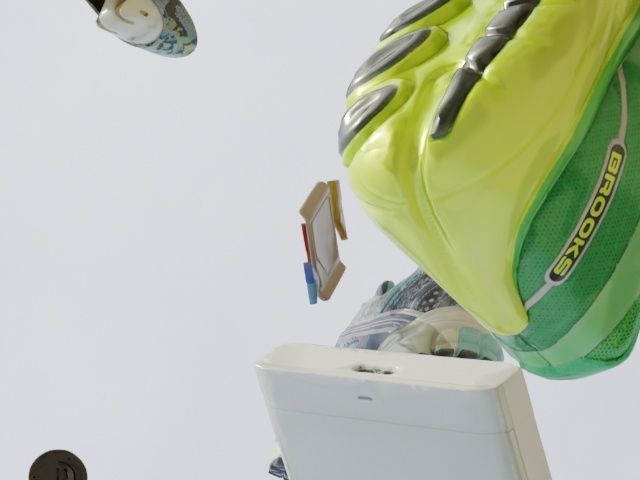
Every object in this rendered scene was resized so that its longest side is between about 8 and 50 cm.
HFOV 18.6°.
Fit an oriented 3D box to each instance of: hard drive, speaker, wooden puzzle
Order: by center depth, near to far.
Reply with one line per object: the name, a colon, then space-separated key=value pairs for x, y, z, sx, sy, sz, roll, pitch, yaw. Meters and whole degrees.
hard drive: x=0.078 y=0.215 z=1.236 sx=0.040 sy=0.203 sz=0.307 roll=-32 pitch=-67 yaw=-40
wooden puzzle: x=0.000 y=0.000 z=1.442 sx=0.116 sy=0.014 sz=0.078 roll=-48 pitch=-52 yaw=-69
speaker: x=-0.246 y=0.240 z=1.802 sx=0.055 sy=0.136 sz=0.055 roll=5 pitch=-117 yaw=-10

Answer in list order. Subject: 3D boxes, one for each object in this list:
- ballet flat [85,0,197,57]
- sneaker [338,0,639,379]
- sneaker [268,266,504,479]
ballet flat: x=-0.170 y=-0.201 z=1.528 sx=0.188 sy=0.070 sz=0.070 roll=47 pitch=-147 yaw=-22
sneaker: x=0.110 y=-0.066 z=0.628 sx=0.295 sy=0.109 sz=0.123 roll=-47 pitch=-62 yaw=-37
sneaker: x=0.054 y=0.104 z=1.472 sx=0.110 sy=0.283 sz=0.122 roll=21 pitch=-127 yaw=-20
